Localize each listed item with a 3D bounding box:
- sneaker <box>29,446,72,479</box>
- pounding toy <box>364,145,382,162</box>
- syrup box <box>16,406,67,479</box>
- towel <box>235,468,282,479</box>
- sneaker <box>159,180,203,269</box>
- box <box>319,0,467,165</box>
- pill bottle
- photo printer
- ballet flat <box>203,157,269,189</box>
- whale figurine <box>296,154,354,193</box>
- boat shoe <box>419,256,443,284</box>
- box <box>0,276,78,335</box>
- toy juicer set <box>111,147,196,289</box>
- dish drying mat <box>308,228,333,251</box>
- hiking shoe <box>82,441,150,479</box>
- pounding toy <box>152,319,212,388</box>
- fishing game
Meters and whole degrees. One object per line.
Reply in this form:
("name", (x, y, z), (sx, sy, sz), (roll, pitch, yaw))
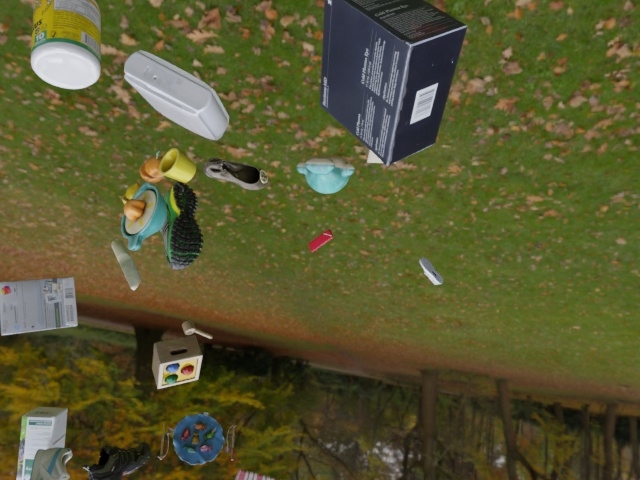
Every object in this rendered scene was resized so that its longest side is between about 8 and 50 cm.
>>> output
("sneaker", (-0.732, 0.673, 1.362), (0.092, 0.228, 0.087), (-4, 139, -13))
("pounding toy", (0.244, -0.369, 1.880), (0.141, 0.130, 0.100), (0, 141, -5))
("syrup box", (-0.830, 0.627, 1.501), (0.093, 0.236, 0.096), (5, 178, -4))
("towel", (-0.167, 0.767, 1.471), (0.197, 0.144, 0.029), (14, 153, 3))
("sneaker", (-0.517, -0.039, 1.818), (0.146, 0.343, 0.134), (-32, 141, 29))
("box", (0.161, -0.431, 1.280), (0.179, 0.312, 0.343), (-28, 147, -24))
("pill bottle", (-0.484, -0.408, 0.963), (0.118, 0.208, 0.117), (-7, 161, -3))
("photo printer", (-0.406, -0.411, 1.486), (0.256, 0.107, 0.307), (28, 176, 2))
("ballet flat", (-0.252, -0.214, 1.586), (0.058, 0.084, 0.250), (-25, 157, 38))
("whale figurine", (0.017, -0.244, 1.853), (0.217, 0.141, 0.272), (4, -175, 7))
("boat shoe", (0.328, 0.094, 1.523), (0.100, 0.035, 0.035), (47, 144, -6))
("box", (-0.789, 0.181, 1.410), (0.186, 0.145, 0.038), (-3, 169, -38))
("toy juicer set", (-0.432, -0.069, 1.176), (0.209, 0.328, 0.089), (15, 168, 44))
("dish drying mat", (0.000, 0.000, 1.489), (0.083, 0.032, 0.008), (-34, 152, 20))
("hiking shoe", (-0.627, 0.679, 1.576), (0.086, 0.114, 0.227), (-26, 180, 23))
("pounding toy", (-0.406, 0.344, 1.534), (0.181, 0.094, 0.206), (-6, 133, -29))
("fishing game", (-0.432, 0.701, 1.798), (0.264, 0.189, 0.041), (11, 132, -14))
